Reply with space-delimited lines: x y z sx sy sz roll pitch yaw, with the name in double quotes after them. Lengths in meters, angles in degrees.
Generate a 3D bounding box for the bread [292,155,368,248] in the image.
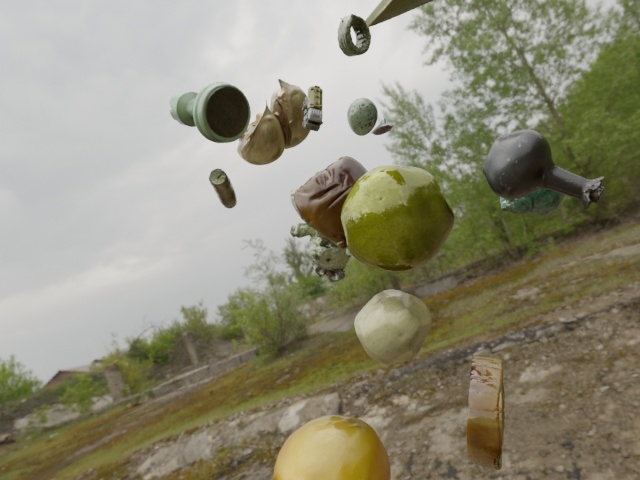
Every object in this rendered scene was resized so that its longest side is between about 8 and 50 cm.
0.065 -0.108 1.395 0.279 0.250 0.225 -40 -3 -19 "bread"

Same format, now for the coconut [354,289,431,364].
0.200 0.251 1.264 0.224 0.224 0.224 -21 -7 -3 "coconut"

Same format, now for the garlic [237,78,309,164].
-0.169 -0.414 1.619 0.286 0.250 0.313 -17 5 -32 "garlic"

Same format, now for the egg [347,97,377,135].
0.180 -0.529 1.920 0.132 0.132 0.172 -19 -37 -16 "egg"

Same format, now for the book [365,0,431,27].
0.296 -0.664 1.068 0.268 0.032 0.389 -32 6 -21 "book"

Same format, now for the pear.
0.190 -0.054 1.164 0.294 0.295 0.294 -21 -7 -3 "pear"

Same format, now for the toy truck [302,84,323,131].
-0.019 -0.375 1.263 0.052 0.123 0.063 9 -27 -18 "toy truck"

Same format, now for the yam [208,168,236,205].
-0.343 -0.178 1.597 0.071 0.067 0.317 -53 -3 -11 "yam"

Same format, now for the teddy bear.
0.000 0.000 1.916 0.327 0.363 0.375 17 3 24 "teddy bear"

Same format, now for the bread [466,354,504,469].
0.354 0.360 0.947 0.069 0.236 0.236 1 2 23 "bread"

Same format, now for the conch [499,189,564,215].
0.623 -0.136 1.331 0.202 0.196 0.134 -10 36 0 "conch"

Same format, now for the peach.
0.019 0.604 1.130 0.308 0.289 0.289 -52 11 -33 "peach"

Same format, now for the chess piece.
-0.396 -0.442 1.521 0.194 0.195 0.299 -15 26 -42 "chess piece"

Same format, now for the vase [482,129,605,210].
0.371 -0.110 0.741 0.120 0.182 0.120 -42 -32 -33 "vase"

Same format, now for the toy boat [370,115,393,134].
0.252 -0.469 1.827 0.096 0.034 0.122 -19 28 17 "toy boat"

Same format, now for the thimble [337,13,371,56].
0.093 -0.580 1.258 0.084 0.110 0.062 -35 27 -20 "thimble"
